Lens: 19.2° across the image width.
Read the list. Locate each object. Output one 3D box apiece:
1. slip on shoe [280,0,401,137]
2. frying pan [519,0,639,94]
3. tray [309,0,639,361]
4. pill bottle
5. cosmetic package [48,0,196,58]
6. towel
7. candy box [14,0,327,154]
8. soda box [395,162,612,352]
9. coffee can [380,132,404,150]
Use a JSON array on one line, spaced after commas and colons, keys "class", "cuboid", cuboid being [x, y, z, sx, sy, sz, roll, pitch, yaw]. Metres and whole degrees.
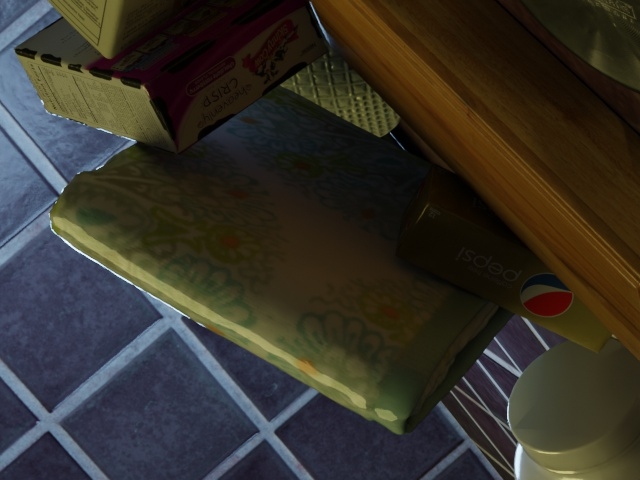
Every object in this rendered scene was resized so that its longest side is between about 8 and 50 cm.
[{"class": "slip on shoe", "cuboid": [-0.047, -0.209, 1.766, 0.331, 0.123, 0.101, 36, -138, -23]}, {"class": "frying pan", "cuboid": [0.145, -0.150, 0.836, 0.197, 0.053, 0.326, 38, 167, 13]}, {"class": "tray", "cuboid": [0.130, -0.084, 1.358, 0.411, 0.076, 0.203, 47, 174, 26]}, {"class": "pill bottle", "cuboid": [0.288, 0.232, 1.669, 0.323, 0.181, 0.181, 53, 174, -36]}, {"class": "cosmetic package", "cuboid": [-0.142, -0.285, 1.381, 0.153, 0.129, 0.296, 47, 155, 10]}, {"class": "towel", "cuboid": [0.000, 0.000, 1.552, 0.320, 0.090, 0.374, 26, -154, 13]}, {"class": "candy box", "cuboid": [-0.127, -0.155, 1.550, 0.233, 0.159, 0.071, 21, 142, 54]}, {"class": "soda box", "cuboid": [0.151, 0.014, 1.463, 0.181, 0.058, 0.061, 25, -148, -7]}, {"class": "coffee can", "cuboid": [0.041, -0.001, 2.014, 0.275, 0.201, 0.201, 50, 175, 3]}]
